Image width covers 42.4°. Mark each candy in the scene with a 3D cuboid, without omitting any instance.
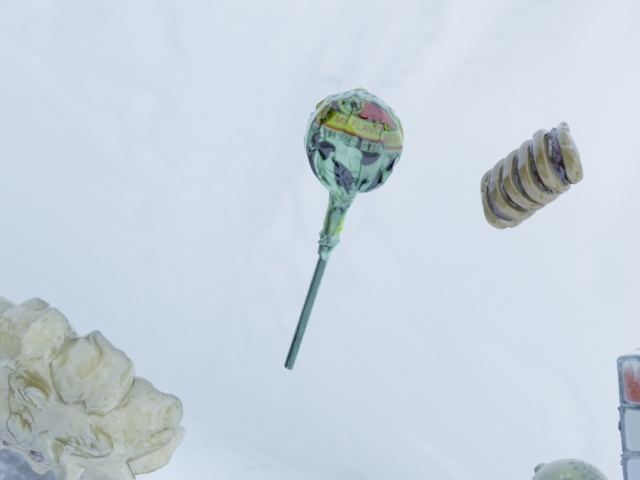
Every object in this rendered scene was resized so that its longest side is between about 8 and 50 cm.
[{"bbox_3d":[0.000,0.000,0.802,0.091,0.083,0.305,18,115,-1],"label":"candy"}]

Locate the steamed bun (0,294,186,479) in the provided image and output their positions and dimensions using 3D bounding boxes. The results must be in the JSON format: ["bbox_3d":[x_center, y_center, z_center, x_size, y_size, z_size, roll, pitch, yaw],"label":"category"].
[{"bbox_3d":[-0.304,0.184,0.908,0.292,0.137,0.295,-14,129,48],"label":"steamed bun"}]

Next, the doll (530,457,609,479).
[{"bbox_3d":[0.461,0.479,1.377,0.260,0.161,0.177,36,-165,16],"label":"doll"}]

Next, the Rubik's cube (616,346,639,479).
[{"bbox_3d":[0.544,0.254,1.043,0.253,0.259,0.256,-2,179,39],"label":"Rubik's cube"}]

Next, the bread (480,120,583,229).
[{"bbox_3d":[0.363,-0.116,1.434,0.081,0.134,0.225,19,145,-21],"label":"bread"}]
